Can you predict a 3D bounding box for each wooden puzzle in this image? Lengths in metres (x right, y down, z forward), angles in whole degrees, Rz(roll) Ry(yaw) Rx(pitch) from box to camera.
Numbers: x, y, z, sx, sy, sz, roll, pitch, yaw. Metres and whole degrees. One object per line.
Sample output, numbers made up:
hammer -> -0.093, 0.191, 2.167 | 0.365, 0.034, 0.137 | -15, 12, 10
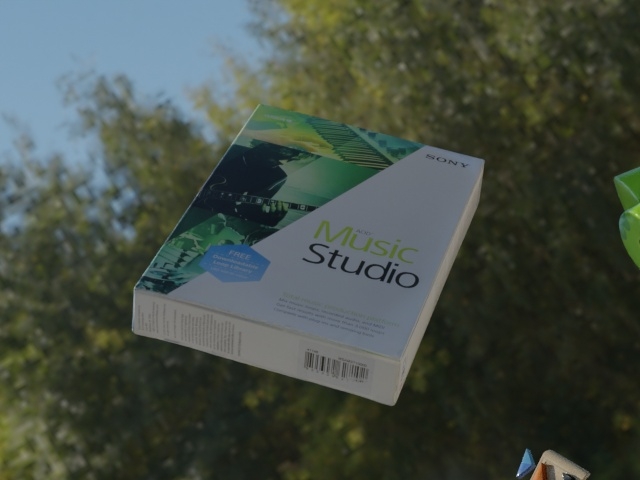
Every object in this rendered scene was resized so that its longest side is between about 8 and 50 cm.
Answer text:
wooden puzzle -> 0.218, 0.240, 1.519 | 0.116, 0.014, 0.078 | 14, 75, 58

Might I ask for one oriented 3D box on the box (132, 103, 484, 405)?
box -> 0.000, 0.000, 1.422 | 0.322, 0.232, 0.058 | -62, -17, -53

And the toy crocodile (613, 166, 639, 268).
toy crocodile -> 0.344, 0.026, 1.248 | 0.115, 0.340, 0.105 | -30, -48, -16
